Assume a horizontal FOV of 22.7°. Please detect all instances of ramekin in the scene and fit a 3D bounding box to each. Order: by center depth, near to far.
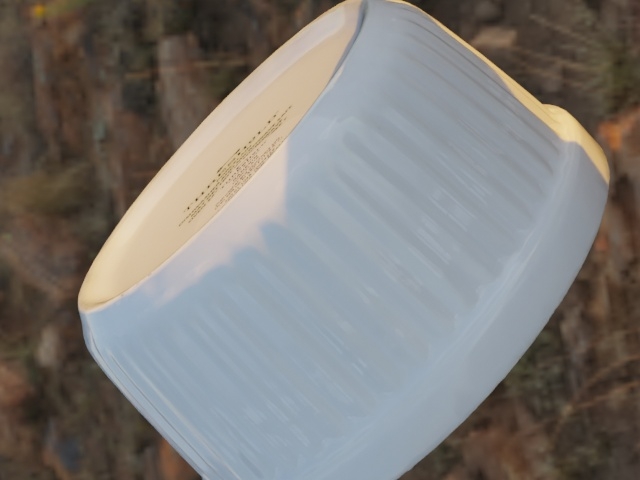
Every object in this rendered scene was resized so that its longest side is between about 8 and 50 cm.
[{"bbox_3d":[0.000,0.000,0.623,0.109,0.207,0.207,43,151,-15],"label":"ramekin"}]
